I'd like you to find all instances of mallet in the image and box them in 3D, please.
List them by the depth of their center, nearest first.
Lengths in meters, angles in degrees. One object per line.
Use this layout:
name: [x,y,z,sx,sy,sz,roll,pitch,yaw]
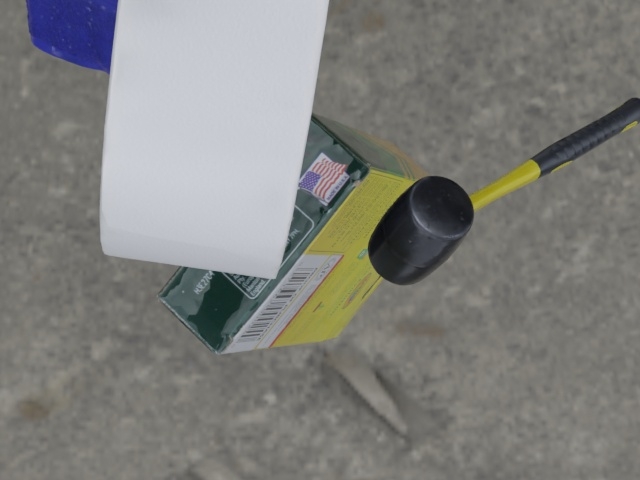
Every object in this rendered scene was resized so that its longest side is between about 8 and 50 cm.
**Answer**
mallet: [0.102,-0.030,0.752,0.190,0.039,0.062,-26,166,-37]

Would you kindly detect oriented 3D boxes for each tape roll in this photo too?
tape roll: [-0.052,-0.125,0.789,0.100,0.286,0.286,8,139,-3]

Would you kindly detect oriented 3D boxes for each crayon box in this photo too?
crayon box: [0.000,0.000,1.274,0.202,0.081,0.318,-51,164,10]

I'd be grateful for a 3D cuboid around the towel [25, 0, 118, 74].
towel: [-0.240,-0.319,1.568,0.228,0.076,0.308,27,137,25]
